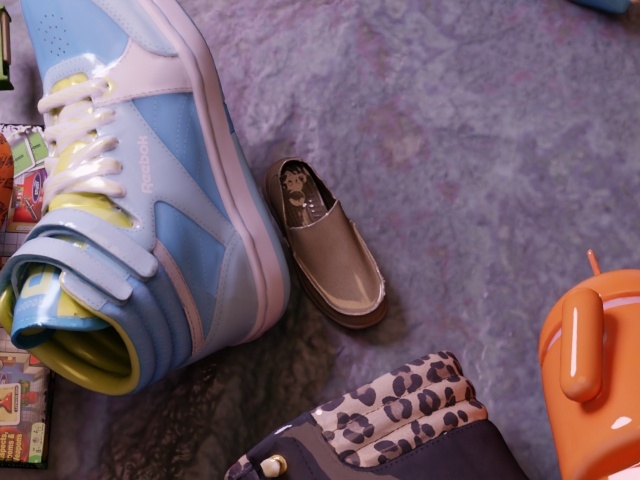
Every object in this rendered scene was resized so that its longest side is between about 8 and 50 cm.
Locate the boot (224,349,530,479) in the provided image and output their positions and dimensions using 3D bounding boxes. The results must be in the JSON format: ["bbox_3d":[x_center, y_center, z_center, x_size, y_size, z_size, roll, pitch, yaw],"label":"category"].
[{"bbox_3d":[0.020,0.270,1.130,0.377,0.138,0.284,-30,73,-5],"label":"boot"}]

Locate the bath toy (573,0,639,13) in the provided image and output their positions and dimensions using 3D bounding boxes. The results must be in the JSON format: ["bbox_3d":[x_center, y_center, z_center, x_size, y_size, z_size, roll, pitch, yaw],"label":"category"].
[{"bbox_3d":[0.270,-0.342,1.322,0.348,0.151,0.129,-49,37,-11],"label":"bath toy"}]

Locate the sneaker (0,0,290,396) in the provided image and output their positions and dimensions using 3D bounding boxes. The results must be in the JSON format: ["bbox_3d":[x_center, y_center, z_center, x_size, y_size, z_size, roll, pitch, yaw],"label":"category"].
[{"bbox_3d":[-0.157,-0.042,1.147,0.208,0.127,0.319,-34,100,-46],"label":"sneaker"}]

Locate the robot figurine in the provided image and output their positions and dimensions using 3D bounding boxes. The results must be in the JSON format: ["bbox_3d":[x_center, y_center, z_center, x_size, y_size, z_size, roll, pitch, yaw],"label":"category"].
[{"bbox_3d":[0.217,0.108,1.154,0.158,0.128,0.219,11,42,-16],"label":"robot figurine"}]

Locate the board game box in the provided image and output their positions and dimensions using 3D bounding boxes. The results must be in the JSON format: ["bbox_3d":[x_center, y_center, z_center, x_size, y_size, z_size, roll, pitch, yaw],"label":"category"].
[{"bbox_3d":[-0.258,0.037,1.261,0.136,0.030,0.260,1,73,4],"label":"board game box"}]

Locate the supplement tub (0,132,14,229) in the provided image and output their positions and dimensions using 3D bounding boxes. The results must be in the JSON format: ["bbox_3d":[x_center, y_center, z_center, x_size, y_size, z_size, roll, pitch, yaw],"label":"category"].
[{"bbox_3d":[-0.397,-0.079,1.187,0.338,0.207,0.207,29,76,17],"label":"supplement tub"}]

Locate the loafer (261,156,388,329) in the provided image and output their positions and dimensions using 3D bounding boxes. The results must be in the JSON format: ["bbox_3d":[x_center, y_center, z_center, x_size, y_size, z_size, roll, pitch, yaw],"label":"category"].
[{"bbox_3d":[0.000,0.000,1.256,0.056,0.050,0.148,-32,75,-8],"label":"loafer"}]

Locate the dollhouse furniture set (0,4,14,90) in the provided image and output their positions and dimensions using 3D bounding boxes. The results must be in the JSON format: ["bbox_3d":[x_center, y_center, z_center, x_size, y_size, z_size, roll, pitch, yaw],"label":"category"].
[{"bbox_3d":[-0.176,-0.147,1.287,0.151,0.076,0.059,-3,81,0],"label":"dollhouse furniture set"}]
